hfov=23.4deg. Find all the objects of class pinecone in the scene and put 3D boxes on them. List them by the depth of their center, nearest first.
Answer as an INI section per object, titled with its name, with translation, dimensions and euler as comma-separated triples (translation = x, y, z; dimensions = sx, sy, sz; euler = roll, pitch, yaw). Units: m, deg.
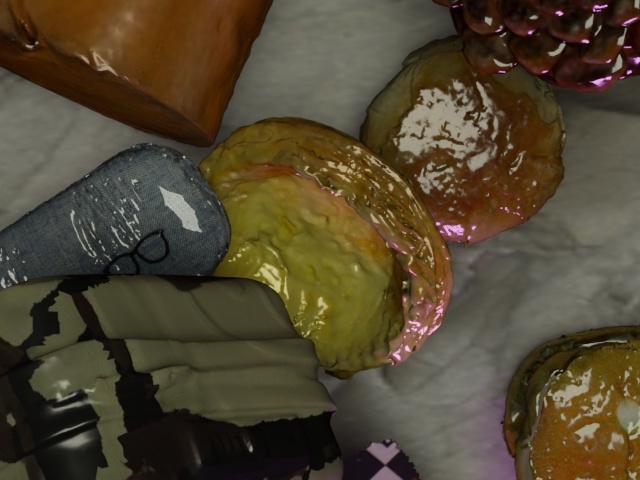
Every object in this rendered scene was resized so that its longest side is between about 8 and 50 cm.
[pinecone]
translation = 0.187, -0.211, 1.025
dimensions = 0.224, 0.272, 0.224
euler = 7, 103, 33

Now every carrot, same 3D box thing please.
[carrot]
translation = -0.107, -0.210, 1.048
dimensions = 0.196, 0.196, 0.254
euler = 27, 84, -5

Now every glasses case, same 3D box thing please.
[glasses case]
translation = -0.188, 0.035, 1.076
dimensions = 0.282, 0.067, 0.109
euler = -31, 94, 17

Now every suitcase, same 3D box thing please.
[suitcase]
translation = -0.154, 0.162, 0.985
dimensions = 0.351, 0.339, 0.194
euler = -32, 71, 29

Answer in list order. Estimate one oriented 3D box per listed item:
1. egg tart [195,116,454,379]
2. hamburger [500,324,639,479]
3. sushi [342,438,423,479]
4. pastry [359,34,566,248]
[egg tart]
translation = 0.002, 0.000, 1.077
dimensions = 0.212, 0.090, 0.212
euler = 18, 129, 24
[hamburger]
translation = 0.211, 0.145, 1.123
dimensions = 0.185, 0.113, 0.177
euler = -35, 101, 7
[sushi]
translation = 0.026, 0.263, 1.097
dimensions = 0.193, 0.040, 0.210
euler = -37, 125, -1
[pastry]
translation = 0.103, -0.070, 1.111
dimensions = 0.153, 0.081, 0.153
euler = 0, 91, -7
